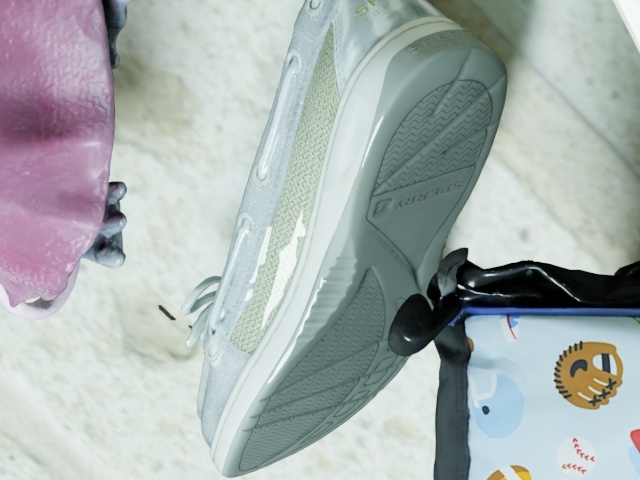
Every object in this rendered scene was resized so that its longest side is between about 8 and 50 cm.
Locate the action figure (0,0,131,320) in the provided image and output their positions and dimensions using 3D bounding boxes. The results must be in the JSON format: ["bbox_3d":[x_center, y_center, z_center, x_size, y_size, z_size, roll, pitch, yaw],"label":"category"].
[{"bbox_3d":[-0.279,-0.080,0.856,0.370,0.248,0.276,-3,171,-16],"label":"action figure"}]

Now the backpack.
[{"bbox_3d":[0.203,0.092,0.782,0.263,0.276,0.213,-11,84,32],"label":"backpack"}]

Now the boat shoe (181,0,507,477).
[{"bbox_3d":[-0.002,0.000,0.948,0.103,0.118,0.320,49,139,31],"label":"boat shoe"}]

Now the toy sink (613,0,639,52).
[{"bbox_3d":[0.256,-0.122,0.745,0.234,0.131,0.153,-18,116,29],"label":"toy sink"}]
